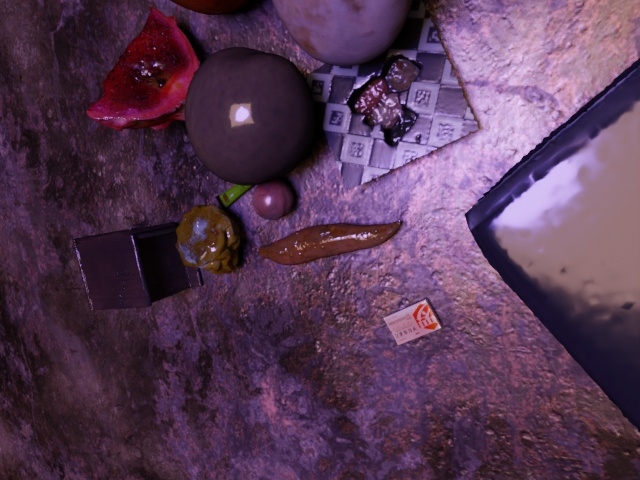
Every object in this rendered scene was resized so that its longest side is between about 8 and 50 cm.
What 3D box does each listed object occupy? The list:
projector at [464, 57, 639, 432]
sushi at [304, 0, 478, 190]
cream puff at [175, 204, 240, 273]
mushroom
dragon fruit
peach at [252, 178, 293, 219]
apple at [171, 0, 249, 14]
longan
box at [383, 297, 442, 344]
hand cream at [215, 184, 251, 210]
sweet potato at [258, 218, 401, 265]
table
[{"bbox_3d":[0.447,-0.011,0.478,0.405,0.242,0.395,50,119,11],"label":"projector"},{"bbox_3d":[0.113,-0.230,0.712,0.231,0.047,0.220,-23,85,24],"label":"sushi"},{"bbox_3d":[-0.228,0.002,0.902,0.146,0.116,0.146,-10,67,23],"label":"cream puff"},{"bbox_3d":[0.065,-0.409,0.600,0.289,0.297,0.298,-13,96,-12],"label":"mushroom"},{"bbox_3d":[-0.311,-0.297,0.862,0.211,0.134,0.262,25,75,6],"label":"dragon fruit"},{"bbox_3d":[-0.093,-0.082,0.826,0.083,0.083,0.083,6,103,26],"label":"peach"},{"bbox_3d":[-0.210,-0.510,0.722,0.229,0.230,0.230,6,103,26],"label":"apple"},{"bbox_3d":[-0.120,-0.216,0.732,0.248,0.248,0.249,6,103,26],"label":"longan"},{"bbox_3d":[0.169,0.150,0.777,0.093,0.015,0.058,-31,84,29],"label":"box"},{"bbox_3d":[-0.177,-0.105,0.897,0.121,0.023,0.036,-30,90,32],"label":"hand cream"},{"bbox_3d":[0.000,0.000,0.804,0.314,0.066,0.072,-15,134,27],"label":"sweet potato"},{"bbox_3d":[-0.410,0.049,0.963,0.193,0.169,0.173,-6,98,28],"label":"table"}]
